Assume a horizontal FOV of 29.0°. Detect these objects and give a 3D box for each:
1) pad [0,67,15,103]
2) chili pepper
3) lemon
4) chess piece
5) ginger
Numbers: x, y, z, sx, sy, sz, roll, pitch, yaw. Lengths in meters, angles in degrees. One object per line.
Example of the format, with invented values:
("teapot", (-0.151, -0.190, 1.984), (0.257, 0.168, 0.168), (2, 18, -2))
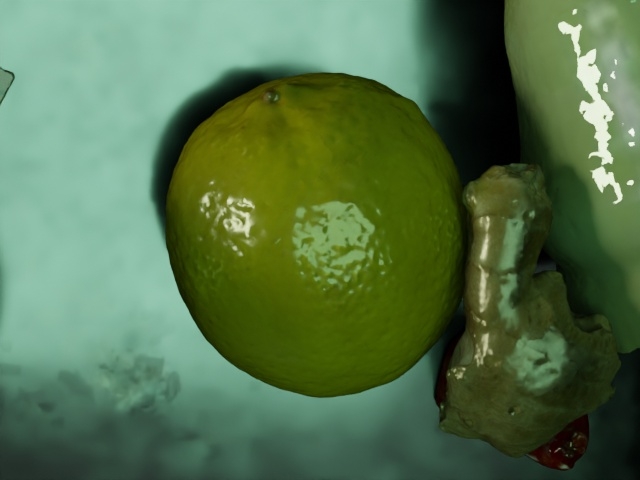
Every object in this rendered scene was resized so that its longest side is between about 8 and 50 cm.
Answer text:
("pad", (-0.324, -0.087, 0.736), (0.235, 0.003, 0.158), (29, 94, -14))
("chili pepper", (0.127, 0.102, 0.771), (0.065, 0.169, 0.088), (35, 95, -14))
("lemon", (0.000, 0.000, 0.725), (0.178, 0.178, 0.203), (-18, 119, -7))
("chess piece", (0.159, -0.179, 0.700), (0.234, 0.234, 0.442), (-28, 102, -4))
("ginger", (0.118, 0.042, 0.671), (0.096, 0.067, 0.165), (5, 104, 3))
